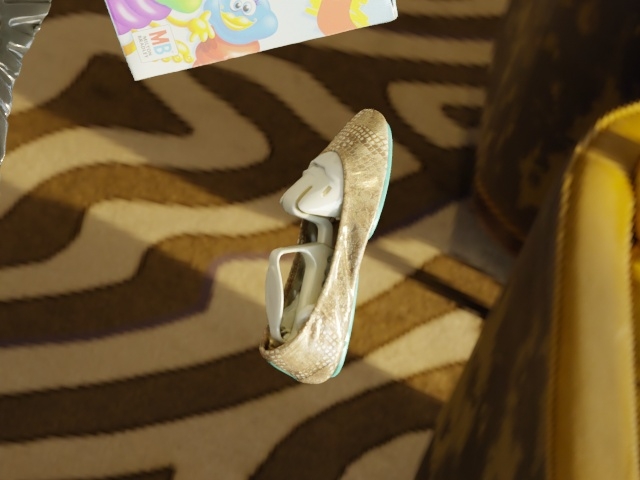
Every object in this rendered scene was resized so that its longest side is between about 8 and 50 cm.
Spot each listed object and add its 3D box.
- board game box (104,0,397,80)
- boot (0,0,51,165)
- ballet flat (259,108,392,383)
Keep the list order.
[{"bbox_3d":[-0.048,-0.225,0.842,0.142,0.144,0.275,-13,32,7],"label":"board game box"},{"bbox_3d":[-0.317,-0.116,1.042,0.131,0.260,0.348,26,64,-36],"label":"boot"},{"bbox_3d":[0.000,0.000,1.095,0.067,0.206,0.073,13,-5,-31],"label":"ballet flat"}]
